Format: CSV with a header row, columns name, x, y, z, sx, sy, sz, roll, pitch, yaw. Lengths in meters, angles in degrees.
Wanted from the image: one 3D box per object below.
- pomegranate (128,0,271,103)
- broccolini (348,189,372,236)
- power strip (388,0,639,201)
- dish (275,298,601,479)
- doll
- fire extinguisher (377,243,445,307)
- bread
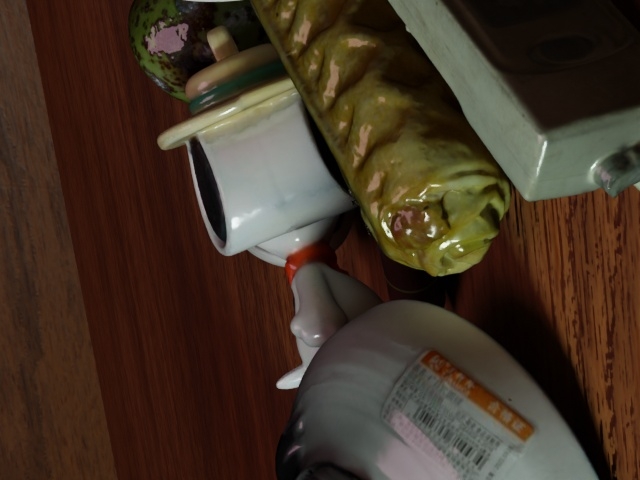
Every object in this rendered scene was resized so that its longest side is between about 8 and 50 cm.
name,x,y,z,sx,sy,sz,roll,pitch,yaw
pomegranate,-0.060,-0.150,1.437,0.125,0.163,0.138,-65,4,-11
broccolini,0.018,-0.090,1.259,0.054,0.052,0.194,68,179,-75
power strip,0.071,-0.124,0.903,0.286,0.080,0.048,57,151,37
dish,0.041,0.183,1.114,0.273,0.134,0.273,40,142,41
doll,-0.003,-0.003,1.312,0.208,0.144,0.271,61,-175,-46
fire extinguisher,0.056,0.005,1.192,0.039,0.056,0.132,20,154,20
bread,0.033,-0.088,1.130,0.098,0.087,0.269,-57,41,32
